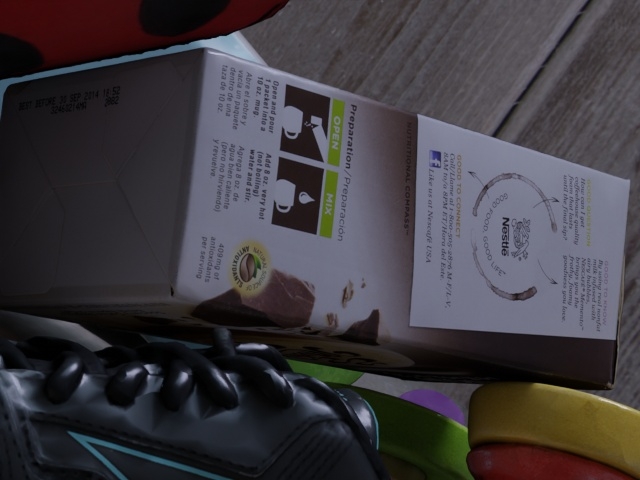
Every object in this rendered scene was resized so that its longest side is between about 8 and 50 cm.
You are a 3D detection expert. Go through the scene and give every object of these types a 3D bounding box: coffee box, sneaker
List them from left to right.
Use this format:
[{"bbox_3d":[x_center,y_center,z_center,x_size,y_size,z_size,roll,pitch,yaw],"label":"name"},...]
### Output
[{"bbox_3d":[-0.054,0.058,0.443,0.267,0.106,0.101,33,3,-26],"label":"sneaker"},{"bbox_3d":[0.000,0.000,0.943,0.297,0.118,0.168,13,-11,-40],"label":"coffee box"}]

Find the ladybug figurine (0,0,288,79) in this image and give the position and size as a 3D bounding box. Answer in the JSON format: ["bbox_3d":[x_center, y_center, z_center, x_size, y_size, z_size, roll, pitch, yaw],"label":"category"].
[{"bbox_3d":[-0.165,-0.156,0.873,0.449,0.161,0.305,-8,7,28],"label":"ladybug figurine"}]

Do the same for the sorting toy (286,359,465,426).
[{"bbox_3d":[-0.040,0.058,1.435,0.365,0.127,0.126,43,-20,7],"label":"sorting toy"}]

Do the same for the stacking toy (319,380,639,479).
[{"bbox_3d":[0.112,0.194,1.075,0.280,0.130,0.309,2,-25,39],"label":"stacking toy"}]

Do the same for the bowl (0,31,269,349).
[{"bbox_3d":[-0.098,-0.065,1.202,0.311,0.163,0.311,51,2,-3],"label":"bowl"}]
